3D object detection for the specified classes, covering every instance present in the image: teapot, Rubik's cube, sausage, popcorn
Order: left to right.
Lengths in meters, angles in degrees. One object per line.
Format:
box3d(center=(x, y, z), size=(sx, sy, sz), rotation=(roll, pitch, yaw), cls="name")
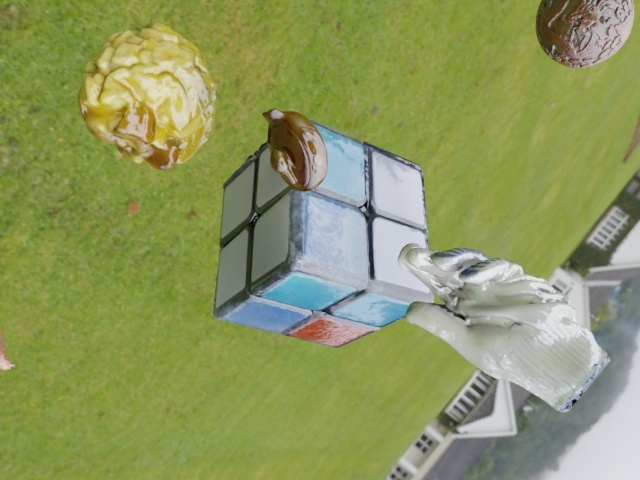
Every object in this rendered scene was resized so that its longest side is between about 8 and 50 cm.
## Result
box3d(center=(-0.538, 0.139, 1.019), size=(0.036, 0.158, 0.042), rotation=(-34, 167, 34), cls="sausage")
box3d(center=(-0.298, -0.273, 1.171), size=(0.332, 0.225, 0.265), rotation=(-85, 165, -46), cls="popcorn")
box3d(center=(-0.043, -0.129, 0.900), size=(0.078, 0.129, 0.098), rotation=(-33, -161, -36), cls="teapot")
box3d(center=(0.000, 0.000, 1.225), size=(0.316, 0.318, 0.313), rotation=(-35, -134, 48), cls="Rubik's cube")

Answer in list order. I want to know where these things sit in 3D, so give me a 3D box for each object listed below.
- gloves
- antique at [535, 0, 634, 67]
box3d(center=(0.175, 0.076, 0.631), size=(0.119, 0.229, 0.097), rotation=(-53, 174, 8), cls="gloves")
box3d(center=(0.280, -0.236, 0.670), size=(0.104, 0.104, 0.104), rotation=(-47, 165, -17), cls="antique")
